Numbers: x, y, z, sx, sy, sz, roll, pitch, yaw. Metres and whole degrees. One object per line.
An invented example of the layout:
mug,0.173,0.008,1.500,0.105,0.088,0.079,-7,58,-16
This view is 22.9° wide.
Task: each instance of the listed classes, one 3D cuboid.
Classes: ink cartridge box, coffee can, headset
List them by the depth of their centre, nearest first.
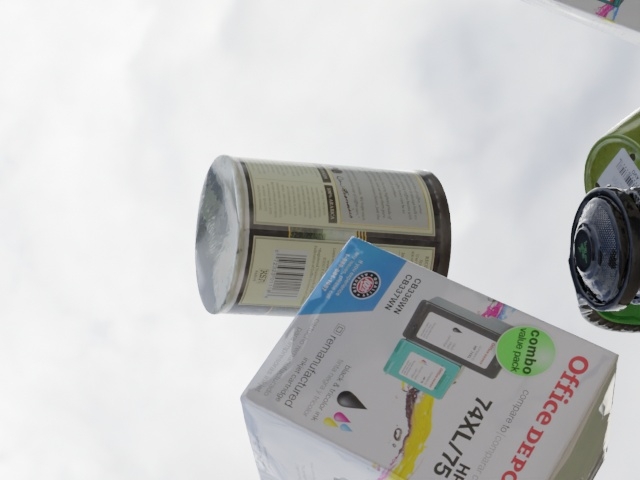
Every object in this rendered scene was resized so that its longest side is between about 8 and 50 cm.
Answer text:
ink cartridge box,0.102,0.169,1.419,0.198,0.270,0.197,-55,-23,-27
headset,0.374,-0.032,1.654,0.394,0.243,0.185,70,-173,-63
ink cartridge box,0.363,-0.295,1.931,0.134,0.231,0.078,-20,-49,-83
coffee can,0.000,0.000,1.994,0.275,0.201,0.201,4,-88,-20

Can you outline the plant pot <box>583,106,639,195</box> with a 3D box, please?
plant pot,0.490,-0.096,2.025,0.293,0.275,0.274,-13,-73,-31
